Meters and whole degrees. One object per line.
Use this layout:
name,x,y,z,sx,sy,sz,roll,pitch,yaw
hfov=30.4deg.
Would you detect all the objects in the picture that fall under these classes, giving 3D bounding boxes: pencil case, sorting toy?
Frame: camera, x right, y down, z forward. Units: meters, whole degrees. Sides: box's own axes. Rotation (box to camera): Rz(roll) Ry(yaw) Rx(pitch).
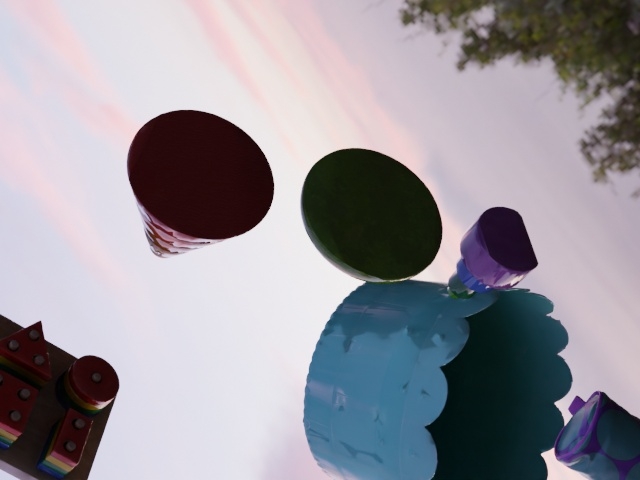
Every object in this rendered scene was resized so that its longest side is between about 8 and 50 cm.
pencil case,0.256,0.175,0.895,0.152,0.064,0.070,30,-152,-1
sorting toy,-0.452,0.251,1.899,0.257,0.089,0.255,33,-142,-18
sorting toy,0.000,0.000,1.007,0.366,0.126,0.127,12,-125,-19

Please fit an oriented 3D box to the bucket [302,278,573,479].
bucket,0.127,0.169,1.267,0.183,0.281,0.281,12,159,39
